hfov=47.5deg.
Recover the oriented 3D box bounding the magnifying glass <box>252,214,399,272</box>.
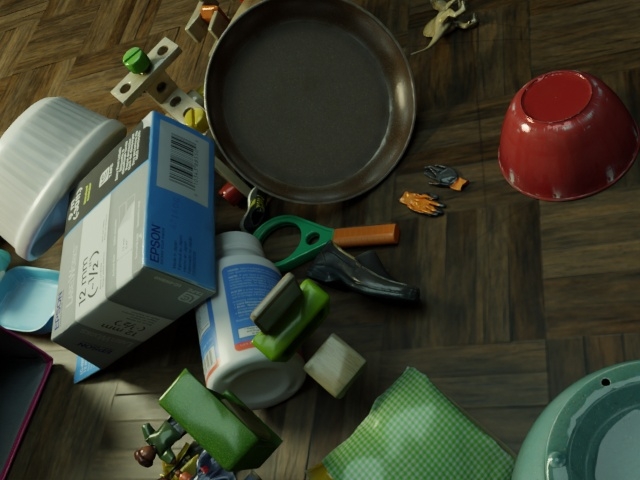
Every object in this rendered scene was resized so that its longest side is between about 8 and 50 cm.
[{"bbox_3d":[0.000,0.000,1.034,0.231,0.026,0.092,-6,54,27],"label":"magnifying glass"}]

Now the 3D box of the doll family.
[{"bbox_3d":[-0.145,0.286,0.862,0.111,0.076,0.193,-44,51,-14],"label":"doll family"}]

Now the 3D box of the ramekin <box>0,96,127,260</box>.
[{"bbox_3d":[-0.445,-0.110,1.185,0.273,0.127,0.273,-54,9,12],"label":"ramekin"}]

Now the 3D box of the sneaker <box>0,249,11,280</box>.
[{"bbox_3d":[-0.652,-0.001,1.243,0.275,0.107,0.110,32,70,8],"label":"sneaker"}]

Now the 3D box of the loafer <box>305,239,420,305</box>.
[{"bbox_3d":[0.057,0.041,0.937,0.170,0.062,0.061,16,80,35],"label":"loafer"}]

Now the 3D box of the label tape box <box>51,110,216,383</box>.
[{"bbox_3d":[-0.291,0.021,1.019,0.348,0.115,0.249,-32,49,34],"label":"label tape box"}]

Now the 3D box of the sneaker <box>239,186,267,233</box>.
[{"bbox_3d":[-0.094,-0.049,1.108,0.035,0.031,0.083,-15,54,54],"label":"sneaker"}]

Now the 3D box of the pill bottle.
[{"bbox_3d":[-0.099,0.096,0.944,0.124,0.124,0.221,-25,49,9],"label":"pill bottle"}]

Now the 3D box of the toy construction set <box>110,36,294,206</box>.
[{"bbox_3d":[-0.171,-0.212,1.137,0.309,0.237,0.257,-25,48,9],"label":"toy construction set"}]

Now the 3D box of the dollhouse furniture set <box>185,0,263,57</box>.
[{"bbox_3d":[-0.106,-0.409,1.237,0.262,0.259,0.135,10,71,32],"label":"dollhouse furniture set"}]

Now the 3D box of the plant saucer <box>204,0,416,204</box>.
[{"bbox_3d":[-0.014,-0.205,1.064,0.310,0.310,0.050,-45,6,-9],"label":"plant saucer"}]

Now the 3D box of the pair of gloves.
[{"bbox_3d":[0.156,-0.070,1.010,0.074,0.010,0.083,30,73,40],"label":"pair of gloves"}]

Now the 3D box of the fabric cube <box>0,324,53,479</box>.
[{"bbox_3d":[-0.597,0.225,1.022,0.258,0.259,0.254,-2,57,27],"label":"fabric cube"}]

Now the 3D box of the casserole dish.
[{"bbox_3d":[-0.480,0.103,1.202,0.188,0.037,0.114,4,58,30],"label":"casserole dish"}]

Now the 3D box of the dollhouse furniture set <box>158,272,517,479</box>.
[{"bbox_3d":[0.031,0.191,0.716,0.301,0.151,0.197,39,80,17],"label":"dollhouse furniture set"}]

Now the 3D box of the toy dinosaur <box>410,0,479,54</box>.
[{"bbox_3d":[0.205,-0.353,1.181,0.092,0.053,0.183,-18,40,36],"label":"toy dinosaur"}]

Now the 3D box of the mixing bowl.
[{"bbox_3d":[0.309,-0.152,0.931,0.181,0.098,0.181,-14,51,18],"label":"mixing bowl"}]

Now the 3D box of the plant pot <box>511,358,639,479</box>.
[{"bbox_3d":[0.288,0.217,0.599,0.293,0.196,0.293,-15,50,19],"label":"plant pot"}]
